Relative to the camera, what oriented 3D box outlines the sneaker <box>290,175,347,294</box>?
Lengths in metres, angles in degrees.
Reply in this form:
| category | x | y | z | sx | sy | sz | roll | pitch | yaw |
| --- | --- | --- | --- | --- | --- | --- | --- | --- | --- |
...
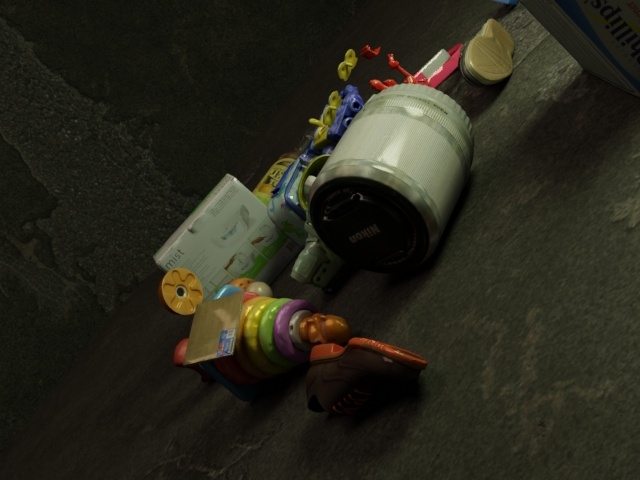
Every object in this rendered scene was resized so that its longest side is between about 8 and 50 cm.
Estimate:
| category | x | y | z | sx | sy | sz | roll | pitch | yaw |
| --- | --- | --- | --- | --- | --- | --- | --- | --- | --- |
| sneaker | 0.000 | 0.000 | 1.740 | 0.151 | 0.094 | 0.256 | -53 | -29 | -16 |

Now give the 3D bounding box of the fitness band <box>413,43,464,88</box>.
| category | x | y | z | sx | sy | sz | roll | pitch | yaw |
| --- | --- | --- | --- | --- | --- | --- | --- | --- | --- |
| fitness band | 0.220 | -0.337 | 2.191 | 0.291 | 0.054 | 0.209 | -43 | 0 | -6 |

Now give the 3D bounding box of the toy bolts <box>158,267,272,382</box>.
| category | x | y | z | sx | sy | sz | roll | pitch | yaw |
| --- | --- | --- | --- | --- | --- | --- | --- | --- | --- |
| toy bolts | -0.216 | 0.157 | 1.983 | 0.158 | 0.218 | 0.229 | -24 | 45 | 45 |

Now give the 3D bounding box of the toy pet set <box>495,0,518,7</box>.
| category | x | y | z | sx | sy | sz | roll | pitch | yaw |
| --- | --- | --- | --- | --- | --- | --- | --- | --- | --- |
| toy pet set | 0.457 | -0.578 | 2.256 | 0.114 | 0.065 | 0.122 | -11 | -15 | -48 |

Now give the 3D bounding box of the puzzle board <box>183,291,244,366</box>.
| category | x | y | z | sx | sy | sz | roll | pitch | yaw |
| --- | --- | --- | --- | --- | --- | --- | --- | --- | --- |
| puzzle board | -0.176 | 0.149 | 1.622 | 0.096 | 0.011 | 0.128 | -15 | 45 | 24 |

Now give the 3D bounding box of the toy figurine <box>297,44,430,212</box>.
| category | x | y | z | sx | sy | sz | roll | pitch | yaw |
| --- | --- | --- | --- | --- | --- | --- | --- | --- | --- |
| toy figurine | 0.053 | -0.191 | 1.973 | 0.217 | 0.191 | 0.363 | -13 | 57 | 70 |

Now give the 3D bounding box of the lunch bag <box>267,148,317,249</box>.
| category | x | y | z | sx | sy | sz | roll | pitch | yaw |
| --- | --- | --- | --- | --- | --- | --- | --- | --- | --- |
| lunch bag | -0.012 | -0.079 | 2.012 | 0.090 | 0.176 | 0.219 | -38 | 16 | 34 |

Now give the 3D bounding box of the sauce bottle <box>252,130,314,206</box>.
| category | x | y | z | sx | sy | sz | roll | pitch | yaw |
| --- | --- | --- | --- | --- | --- | --- | --- | --- | --- |
| sauce bottle | -0.096 | -0.158 | 2.601 | 0.111 | 0.111 | 0.344 | -27 | 27 | 55 |

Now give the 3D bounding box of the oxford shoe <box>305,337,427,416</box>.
| category | x | y | z | sx | sy | sz | roll | pitch | yaw |
| --- | --- | --- | --- | --- | --- | --- | --- | --- | --- |
| oxford shoe | 0.058 | 0.191 | 1.307 | 0.271 | 0.096 | 0.098 | -26 | 45 | 66 |

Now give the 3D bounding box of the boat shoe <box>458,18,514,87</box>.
| category | x | y | z | sx | sy | sz | roll | pitch | yaw |
| --- | --- | --- | --- | --- | --- | --- | --- | --- | --- |
| boat shoe | 0.322 | -0.358 | 1.947 | 0.092 | 0.103 | 0.285 | -45 | 10 | 33 |

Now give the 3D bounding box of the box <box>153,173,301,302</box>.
| category | x | y | z | sx | sy | sz | roll | pitch | yaw |
| --- | --- | --- | --- | --- | --- | --- | --- | --- | --- |
| box | -0.208 | 0.022 | 2.208 | 0.262 | 0.231 | 0.127 | -49 | 14 | -3 |

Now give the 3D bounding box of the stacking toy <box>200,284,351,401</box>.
| category | x | y | z | sx | sy | sz | roll | pitch | yaw |
| --- | --- | --- | --- | --- | --- | --- | --- | --- | --- |
| stacking toy | -0.059 | 0.156 | 1.628 | 0.301 | 0.175 | 0.166 | -14 | 38 | 46 |

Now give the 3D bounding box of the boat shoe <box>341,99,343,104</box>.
| category | x | y | z | sx | sy | sz | roll | pitch | yaw |
| --- | --- | --- | --- | --- | --- | --- | --- | --- | --- |
| boat shoe | 0.045 | -0.321 | 2.738 | 0.183 | 0.066 | 0.066 | -52 | 16 | 27 |

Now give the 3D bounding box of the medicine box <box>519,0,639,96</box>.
| category | x | y | z | sx | sy | sz | roll | pitch | yaw |
| --- | --- | --- | --- | --- | --- | --- | --- | --- | --- |
| medicine box | 0.392 | -0.372 | 1.427 | 0.149 | 0.263 | 0.289 | -45 | 14 | 11 |

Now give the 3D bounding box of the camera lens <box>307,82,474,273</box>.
| category | x | y | z | sx | sy | sz | roll | pitch | yaw |
| --- | --- | --- | --- | --- | --- | --- | --- | --- | --- |
| camera lens | 0.120 | -0.099 | 1.589 | 0.219 | 0.219 | 0.274 | -32 | 20 | 46 |
